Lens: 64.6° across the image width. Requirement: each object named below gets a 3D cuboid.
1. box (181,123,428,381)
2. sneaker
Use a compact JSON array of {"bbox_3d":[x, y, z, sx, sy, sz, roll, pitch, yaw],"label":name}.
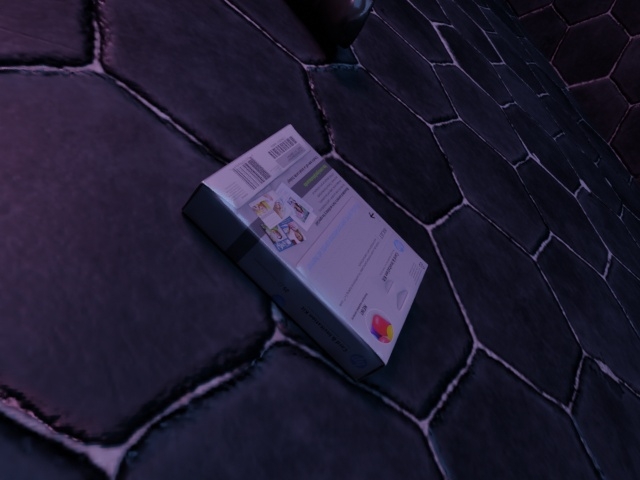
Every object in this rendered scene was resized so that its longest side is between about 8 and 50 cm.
[{"bbox_3d":[0.000,0.000,0.424,0.186,0.038,0.145,44,37,-4],"label":"box"},{"bbox_3d":[-0.016,-0.372,0.708,0.130,0.109,0.286,5,47,-31],"label":"sneaker"}]
